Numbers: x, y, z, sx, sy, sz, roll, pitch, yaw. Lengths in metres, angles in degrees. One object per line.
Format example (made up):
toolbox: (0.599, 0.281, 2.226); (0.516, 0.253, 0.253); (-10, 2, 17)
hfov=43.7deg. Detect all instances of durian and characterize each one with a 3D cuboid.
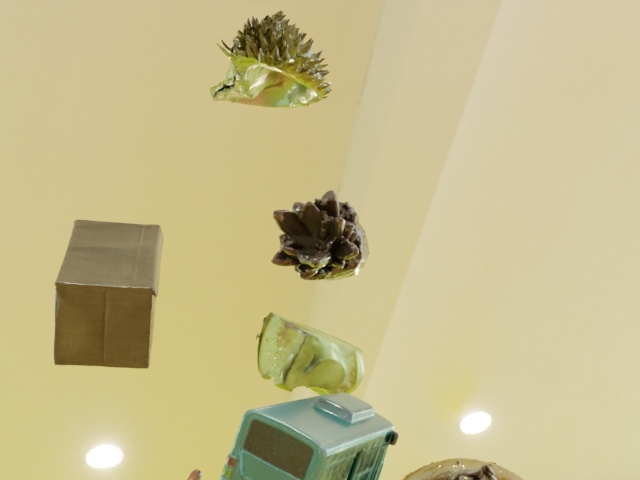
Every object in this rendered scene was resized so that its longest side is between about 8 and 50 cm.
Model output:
durian: (-0.087, -0.270, 1.311); (0.169, 0.352, 0.158); (-32, -83, -12)

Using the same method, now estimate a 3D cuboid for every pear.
pear: (-0.016, 0.341, 2.227); (0.281, 0.286, 0.176); (21, -91, -29)

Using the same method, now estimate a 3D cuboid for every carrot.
carrot: (-0.335, 0.629, 2.049); (0.032, 0.093, 0.032); (14, -49, 17)

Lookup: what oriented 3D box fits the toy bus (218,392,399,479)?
toy bus: (-0.007, 0.272, 0.997); (0.256, 0.128, 0.147); (11, -81, -65)

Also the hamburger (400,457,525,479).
hamburger: (0.300, 0.572, 1.518); (0.276, 0.195, 0.318); (-29, -77, 18)

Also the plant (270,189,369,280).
plant: (0.000, 0.000, 1.825); (0.194, 0.182, 0.320); (-17, -16, 12)

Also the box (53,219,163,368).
box: (-0.340, 0.081, 1.304); (0.155, 0.231, 0.149); (4, -64, -11)
